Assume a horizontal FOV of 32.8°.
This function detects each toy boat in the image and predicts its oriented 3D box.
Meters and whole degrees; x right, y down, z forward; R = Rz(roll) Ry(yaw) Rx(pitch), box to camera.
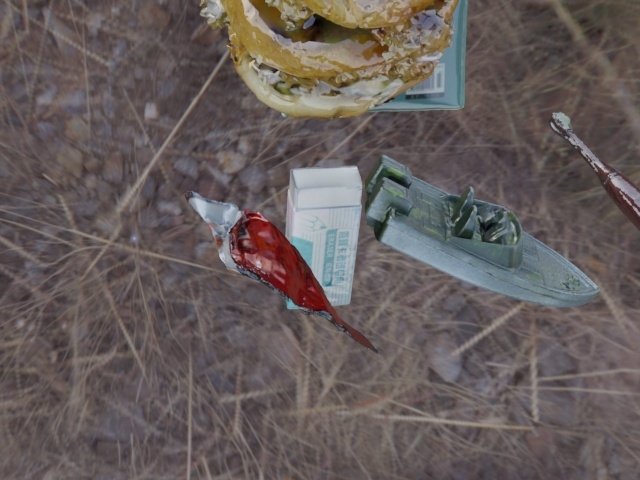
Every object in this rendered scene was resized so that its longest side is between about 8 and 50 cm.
[{"bbox_3d":[0.201,0.002,1.321,0.320,0.141,0.092,25,117,-11],"label":"toy boat"}]

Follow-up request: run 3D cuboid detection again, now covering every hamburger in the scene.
[{"bbox_3d":[0.010,-0.257,1.056,0.261,0.211,0.245,-9,63,-5],"label":"hamburger"}]

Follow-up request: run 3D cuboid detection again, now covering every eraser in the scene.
[{"bbox_3d":[0.000,0.000,1.508,0.096,0.052,0.225,-4,132,-10],"label":"eraser"}]

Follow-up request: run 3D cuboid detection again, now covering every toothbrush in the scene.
[{"bbox_3d":[0.409,-0.038,1.381,0.041,0.041,0.364,-32,61,-8],"label":"toothbrush"}]

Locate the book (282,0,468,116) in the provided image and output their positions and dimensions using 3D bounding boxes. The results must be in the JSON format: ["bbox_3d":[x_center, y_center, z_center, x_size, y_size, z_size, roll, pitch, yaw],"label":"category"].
[{"bbox_3d":[0.071,-0.350,1.447,0.264,0.031,0.379,-3,116,-5],"label":"book"}]

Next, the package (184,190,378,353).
[{"bbox_3d":[-0.045,0.031,1.270,0.071,0.194,0.269,-45,134,14],"label":"package"}]
